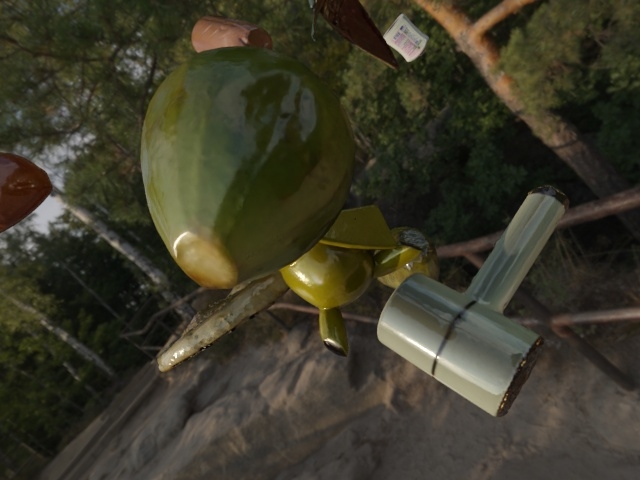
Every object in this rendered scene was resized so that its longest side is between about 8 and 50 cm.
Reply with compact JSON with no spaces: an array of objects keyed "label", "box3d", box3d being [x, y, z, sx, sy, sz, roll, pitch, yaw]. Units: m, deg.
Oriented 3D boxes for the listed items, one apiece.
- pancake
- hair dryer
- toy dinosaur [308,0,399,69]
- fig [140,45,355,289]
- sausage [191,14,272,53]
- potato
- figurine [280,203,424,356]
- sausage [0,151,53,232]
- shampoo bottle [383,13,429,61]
[{"label":"pancake","box3d":[-0.216,0.166,1.058,0.387,0.082,0.387,-36,2,1]},{"label":"hair dryer","box3d":[0.264,0.050,0.676,0.361,0.203,0.128,-54,-35,-11]},{"label":"toy dinosaur","box3d":[0.044,-0.296,0.467,0.327,0.113,0.206,88,-161,-53]},{"label":"fig","box3d":[-0.062,-0.067,0.431,0.207,0.207,0.230,-50,39,15]},{"label":"sausage","box3d":[-0.230,-0.505,1.169,0.121,0.121,0.304,-51,46,-2]},{"label":"potato","box3d":[0.182,0.043,0.951,0.113,0.149,0.251,-20,-7,-12]},{"label":"figurine","box3d":[-0.005,-0.006,0.754,0.218,0.326,0.169,-42,3,-7]},{"label":"sausage","box3d":[-0.377,-0.035,0.473,0.179,0.089,0.089,-30,1,-11]},{"label":"shampoo bottle","box3d":[0.205,-0.469,1.067,0.072,0.099,0.043,-47,19,29]}]
